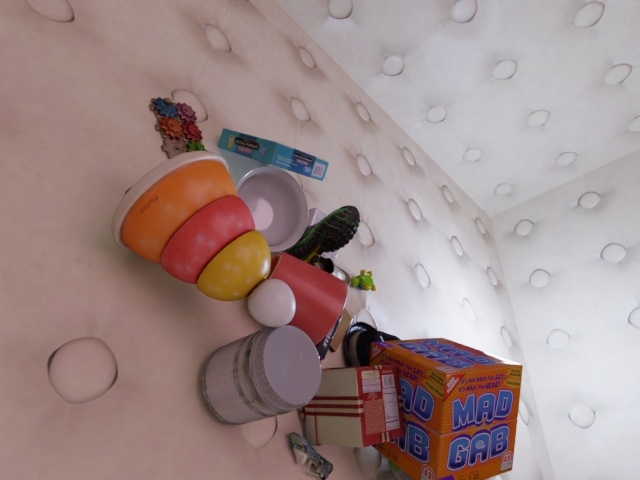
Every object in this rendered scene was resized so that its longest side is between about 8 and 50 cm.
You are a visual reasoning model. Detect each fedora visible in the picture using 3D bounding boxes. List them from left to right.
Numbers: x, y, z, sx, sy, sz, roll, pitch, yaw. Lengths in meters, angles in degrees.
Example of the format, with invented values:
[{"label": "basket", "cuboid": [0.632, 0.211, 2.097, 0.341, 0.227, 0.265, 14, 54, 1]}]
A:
[{"label": "fedora", "cuboid": [0.248, 0.457, 1.680, 0.334, 0.153, 0.333, 30, 45, -36]}]

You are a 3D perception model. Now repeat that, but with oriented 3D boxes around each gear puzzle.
[{"label": "gear puzzle", "cuboid": [-0.460, -0.339, 1.453, 0.176, 0.044, 0.338, -4, 69, -52]}]

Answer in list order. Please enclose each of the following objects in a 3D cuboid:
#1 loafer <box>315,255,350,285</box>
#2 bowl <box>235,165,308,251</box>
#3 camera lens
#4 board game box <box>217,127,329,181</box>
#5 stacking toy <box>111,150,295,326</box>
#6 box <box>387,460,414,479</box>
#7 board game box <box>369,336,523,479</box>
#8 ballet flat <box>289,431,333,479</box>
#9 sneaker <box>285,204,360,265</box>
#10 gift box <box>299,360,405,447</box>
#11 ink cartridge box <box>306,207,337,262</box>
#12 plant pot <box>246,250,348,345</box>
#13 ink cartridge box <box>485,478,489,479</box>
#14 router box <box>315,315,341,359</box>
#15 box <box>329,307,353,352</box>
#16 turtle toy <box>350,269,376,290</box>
[{"label": "loafer", "cuboid": [0.031, 0.127, 1.692, 0.269, 0.092, 0.101, 26, 51, -36]}, {"label": "bowl", "cuboid": [-0.199, -0.102, 1.495, 0.298, 0.134, 0.297, 5, 82, -34]}, {"label": "camera lens", "cuboid": [-0.163, 0.358, 1.136, 0.220, 0.274, 0.219, 30, 45, -36]}, {"label": "board game box", "cuboid": [-0.176, -0.317, 1.567, 0.254, 0.336, 0.079, 10, 101, -48]}, {"label": "stacking toy", "cuboid": [-0.252, 0.042, 1.098, 0.480, 0.350, 0.351, 47, 34, 9]}, {"label": "box", "cuboid": [0.392, 0.803, 1.419, 0.233, 0.322, 0.058, -17, 100, -11]}, {"label": "board game box", "cuboid": [0.403, 0.556, 1.452, 0.357, 0.356, 0.355, 4, 91, -31]}, {"label": "ballet flat", "cuboid": [-0.034, 0.653, 1.279, 0.188, 0.070, 0.070, 46, 38, -14]}, {"label": "sneaker", "cuboid": [-0.009, -0.024, 1.544, 0.134, 0.344, 0.146, 43, 23, -31]}, {"label": "gift box", "cuboid": [0.098, 0.501, 1.371, 0.255, 0.258, 0.275, 19, 61, -43]}, {"label": "ink cartridge box", "cuboid": [0.000, 0.000, 1.798, 0.181, 0.056, 0.224, 35, 61, -31]}, {"label": "plant pot", "cuboid": [-0.086, 0.178, 1.389, 0.243, 0.275, 0.274, 36, 41, -15]}, {"label": "ink cartridge box", "cuboid": [0.424, 0.989, 1.420, 0.385, 0.091, 0.307, -20, 110, -29]}, {"label": "router box", "cuboid": [-0.014, 0.327, 1.446, 0.046, 0.133, 0.178, 46, 45, -19]}, {"label": "box", "cuboid": [0.041, 0.305, 1.643, 0.164, 0.021, 0.201, 53, 36, -10]}, {"label": "turtle toy", "cuboid": [0.184, 0.180, 1.866, 0.130, 0.066, 0.095, 15, 54, -45]}]
